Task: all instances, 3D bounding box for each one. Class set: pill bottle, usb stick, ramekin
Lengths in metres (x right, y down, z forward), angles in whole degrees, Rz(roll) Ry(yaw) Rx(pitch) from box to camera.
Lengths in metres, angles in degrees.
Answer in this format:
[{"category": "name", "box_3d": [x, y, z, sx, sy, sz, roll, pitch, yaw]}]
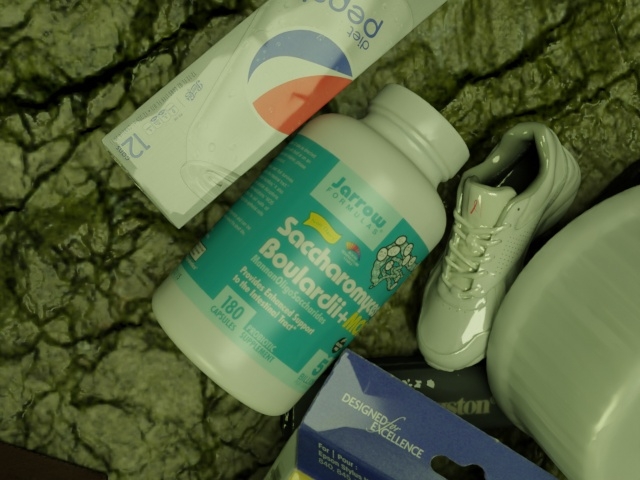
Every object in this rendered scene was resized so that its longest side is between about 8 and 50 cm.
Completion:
[{"category": "pill bottle", "box_3d": [0.000, 0.000, 0.622, 0.146, 0.146, 0.264, 42, 88, -12]}, {"category": "usb stick", "box_3d": [0.097, 0.143, 0.708, 0.277, 0.045, 0.077, -1, 99, -11]}, {"category": "ramekin", "box_3d": [0.289, 0.101, 0.619, 0.277, 0.135, 0.277, -9, 122, -14]}]

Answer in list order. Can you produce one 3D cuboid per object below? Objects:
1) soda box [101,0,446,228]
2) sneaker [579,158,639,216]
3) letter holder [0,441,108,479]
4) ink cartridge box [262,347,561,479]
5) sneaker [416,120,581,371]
[{"category": "soda box", "box_3d": [-0.038, -0.137, 0.626, 0.286, 0.098, 0.091, -41, 102, -5]}, {"category": "sneaker", "box_3d": [0.277, 0.033, 0.708, 0.227, 0.087, 0.130, -40, 95, -10]}, {"category": "letter holder", "box_3d": [-0.332, 0.234, 0.551, 0.301, 0.214, 0.152, 22, 92, -12]}, {"category": "ink cartridge box", "box_3d": [0.064, 0.292, 0.588, 0.303, 0.072, 0.307, 32, 91, -11]}, {"category": "sneaker", "box_3d": [0.136, -0.003, 0.654, 0.115, 0.090, 0.232, 38, 76, -55]}]
